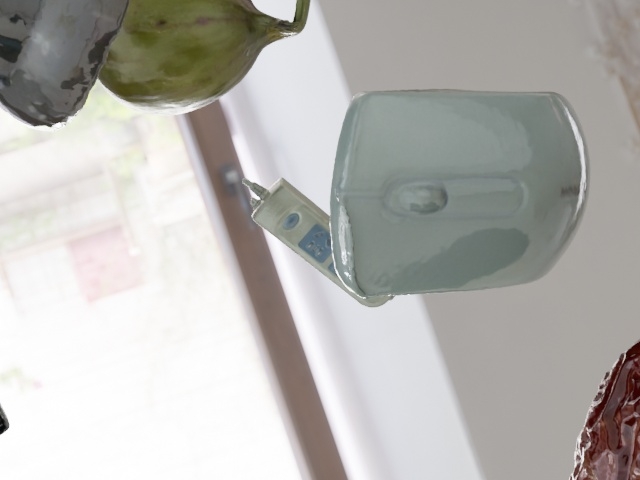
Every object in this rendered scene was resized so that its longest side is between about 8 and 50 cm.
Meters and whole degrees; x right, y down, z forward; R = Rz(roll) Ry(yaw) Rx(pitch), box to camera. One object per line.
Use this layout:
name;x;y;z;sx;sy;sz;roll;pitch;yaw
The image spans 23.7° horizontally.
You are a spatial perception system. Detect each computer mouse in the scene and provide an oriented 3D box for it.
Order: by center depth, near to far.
computer mouse;0.096;-0.033;0.940;0.079;0.128;0.230;9;-166;42

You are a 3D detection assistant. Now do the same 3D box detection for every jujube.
jujube;0.206;0.138;0.905;0.109;0.176;0.112;23;179;-3

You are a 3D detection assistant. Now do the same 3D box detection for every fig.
fig;-0.105;-0.177;1.306;0.186;0.148;0.142;6;168;-8

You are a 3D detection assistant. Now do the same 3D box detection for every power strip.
power strip;0.000;0.000;1.446;0.047;0.191;0.030;-48;-165;14

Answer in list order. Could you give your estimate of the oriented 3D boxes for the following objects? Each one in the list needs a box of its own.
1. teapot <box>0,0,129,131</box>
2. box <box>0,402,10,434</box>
teapot;-0.299;-0.209;0.896;0.361;0.306;0.376;14;176;-24
box;-0.398;0.206;1.486;0.163;0.135;0.243;-8;150;-4
